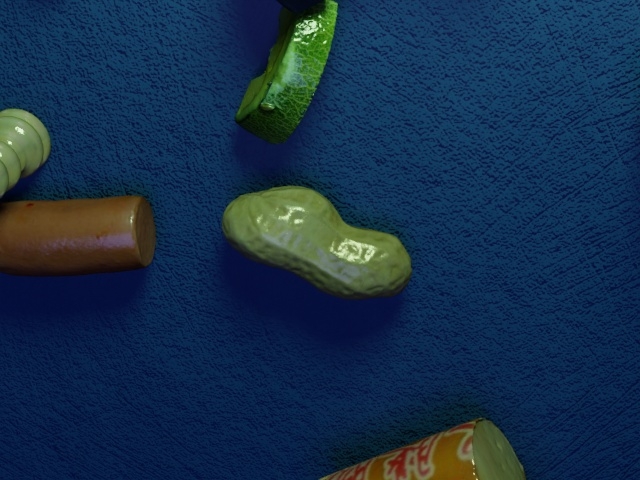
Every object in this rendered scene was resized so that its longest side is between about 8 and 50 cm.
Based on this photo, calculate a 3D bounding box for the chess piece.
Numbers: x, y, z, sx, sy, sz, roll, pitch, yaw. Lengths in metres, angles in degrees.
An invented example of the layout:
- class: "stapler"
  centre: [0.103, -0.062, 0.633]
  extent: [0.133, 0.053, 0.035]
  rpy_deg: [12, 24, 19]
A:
- class: "chess piece"
  centre: [-0.428, -0.103, 1.432]
  extent: [0.094, 0.170, 0.094]
  rpy_deg: [2, 118, 4]

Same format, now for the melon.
- class: "melon"
  centre: [-0.044, -0.215, 1.362]
  extent: [0.064, 0.118, 0.209]
  rpy_deg: [17, 107, -19]

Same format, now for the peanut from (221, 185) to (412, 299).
- class: "peanut"
  centre: [0.000, 0.000, 1.476]
  extent: [0.274, 0.111, 0.125]
  rpy_deg: [22, 104, -9]

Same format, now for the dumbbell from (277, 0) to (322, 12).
- class: "dumbbell"
  centre: [0.063, -0.393, 1.227]
  extent: [0.316, 0.143, 0.156]
  rpy_deg: [-23, 107, 18]

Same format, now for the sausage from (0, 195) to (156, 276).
- class: "sausage"
  centre: [-0.368, -0.004, 1.515]
  extent: [0.259, 0.113, 0.114]
  rpy_deg: [-3, 118, 8]

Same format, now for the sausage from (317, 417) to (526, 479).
- class: "sausage"
  centre: [0.159, 0.416, 1.612]
  extent: [0.287, 0.233, 0.233]
  rpy_deg: [-23, 113, 19]
